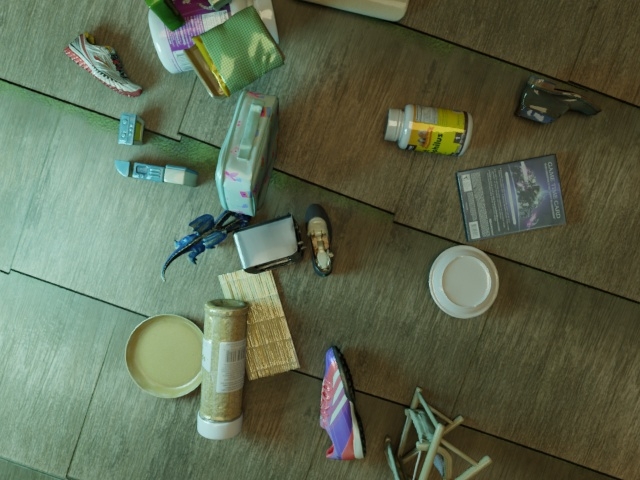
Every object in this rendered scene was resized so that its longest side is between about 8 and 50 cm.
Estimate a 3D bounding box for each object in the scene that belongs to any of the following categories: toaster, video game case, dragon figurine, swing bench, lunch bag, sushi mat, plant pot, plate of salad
[{"bbox_3d":[-0.135,0.012,1.223,0.185,0.168,0.110,-16,79,0],"label":"toaster"},{"bbox_3d":[0.524,-0.116,1.294,0.274,0.026,0.196,-11,93,0],"label":"video game case"},{"bbox_3d":[-0.301,-0.012,1.214,0.085,0.289,0.144,52,130,0],"label":"dragon figurine"},{"bbox_3d":[0.270,0.566,1.218,0.165,0.253,0.255,35,92,-2],"label":"swing bench"},{"bbox_3d":[-0.176,-0.221,1.164,0.107,0.224,0.279,10,70,1],"label":"lunch bag"},{"bbox_3d":[-0.171,0.229,1.317,0.151,0.019,0.317,-16,93,0],"label":"sushi mat"},{"bbox_3d":[-0.423,0.320,1.315,0.236,0.032,0.237,0,94,0],"label":"plant pot"},{"bbox_3d":[0.392,0.114,1.295,0.199,0.048,0.200,1,85,-7],"label":"plate of salad"}]

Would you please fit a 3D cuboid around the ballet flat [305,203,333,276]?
[{"bbox_3d":[0.000,0.000,1.278,0.074,0.074,0.203,-8,93,1],"label":"ballet flat"}]

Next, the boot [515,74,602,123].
[{"bbox_3d":[0.636,-0.356,1.268,0.219,0.082,0.106,21,115,-5],"label":"boot"}]

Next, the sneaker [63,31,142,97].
[{"bbox_3d":[-0.565,-0.465,1.244,0.225,0.088,0.093,38,91,-2],"label":"sneaker"}]

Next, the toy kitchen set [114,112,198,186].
[{"bbox_3d":[-0.433,-0.239,1.239,0.207,0.122,0.166,8,93,-1],"label":"toy kitchen set"}]

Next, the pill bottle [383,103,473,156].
[{"bbox_3d":[0.279,-0.292,1.237,0.214,0.117,0.117,8,93,0],"label":"pill bottle"}]

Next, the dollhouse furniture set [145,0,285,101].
[{"bbox_3d":[-0.240,-0.490,1.039,0.197,0.151,0.302,-33,92,2],"label":"dollhouse furniture set"}]

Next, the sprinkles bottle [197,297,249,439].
[{"bbox_3d":[-0.260,0.341,1.262,0.121,0.121,0.356,5,97,0],"label":"sprinkles bottle"}]

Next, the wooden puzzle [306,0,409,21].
[{"bbox_3d":[0.102,-0.782,1.235,0.321,0.080,0.348,13,98,0],"label":"wooden puzzle"}]

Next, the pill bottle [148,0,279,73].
[{"bbox_3d":[-0.262,-0.539,1.198,0.301,0.169,0.169,-12,93,0],"label":"pill bottle"}]

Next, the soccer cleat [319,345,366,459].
[{"bbox_3d":[0.042,0.450,1.288,0.116,0.108,0.319,-12,96,5],"label":"soccer cleat"}]
